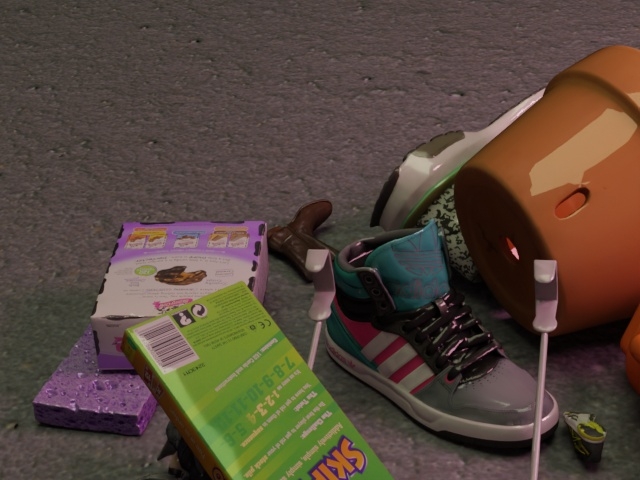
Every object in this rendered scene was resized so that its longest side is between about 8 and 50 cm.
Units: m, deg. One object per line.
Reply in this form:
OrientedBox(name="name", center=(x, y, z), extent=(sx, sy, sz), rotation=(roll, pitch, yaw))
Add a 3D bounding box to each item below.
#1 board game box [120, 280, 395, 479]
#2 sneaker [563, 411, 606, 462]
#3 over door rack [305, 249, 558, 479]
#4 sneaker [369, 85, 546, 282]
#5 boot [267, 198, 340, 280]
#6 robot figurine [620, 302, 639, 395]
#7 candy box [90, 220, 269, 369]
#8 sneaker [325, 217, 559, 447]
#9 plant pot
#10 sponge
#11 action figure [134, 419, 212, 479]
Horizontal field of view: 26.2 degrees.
OrientedBox(name="board game box", center=(-0.044, 0.154, 1.131), extent=(0.124, 0.039, 0.259), rotation=(-22, 59, -33))
OrientedBox(name="sneaker", center=(0.248, 0.186, 1.302), extent=(0.031, 0.035, 0.083), rotation=(3, 9, -2))
OrientedBox(name="over door rack", center=(0.089, 0.170, 1.225), extent=(0.239, 0.108, 0.324), rotation=(2, 57, 12))
OrientedBox(name="sneaker", center=(0.249, -0.055, 1.654), extent=(0.410, 0.158, 0.182), rotation=(-27, 68, -35))
OrientedBox(name="boot", center=(0.000, 0.000, 1.644), extent=(0.106, 0.037, 0.114), rotation=(-34, 36, -19))
OrientedBox(name="robot figurine", center=(0.374, 0.129, 1.284), extent=(0.128, 0.158, 0.219), rotation=(-34, 35, -4))
OrientedBox(name="candy box", center=(-0.146, 0.056, 1.481), extent=(0.164, 0.070, 0.196), rotation=(0, 31, 4))
OrientedBox(name="sneaker", center=(0.114, 0.073, 1.365), extent=(0.124, 0.178, 0.295), rotation=(-29, 38, -35))
OrientedBox(name="plant pot", center=(0.276, -0.030, 1.433), extent=(0.203, 0.291, 0.291), rotation=(-27, 36, -16))
OrientedBox(name="sponge", center=(-0.209, 0.127, 1.467), extent=(0.117, 0.031, 0.210), rotation=(5, 32, 14))
OrientedBox(name="action figure", center=(-0.106, 0.199, 1.208), extent=(0.099, 0.185, 0.285), rotation=(10, 33, -16))
